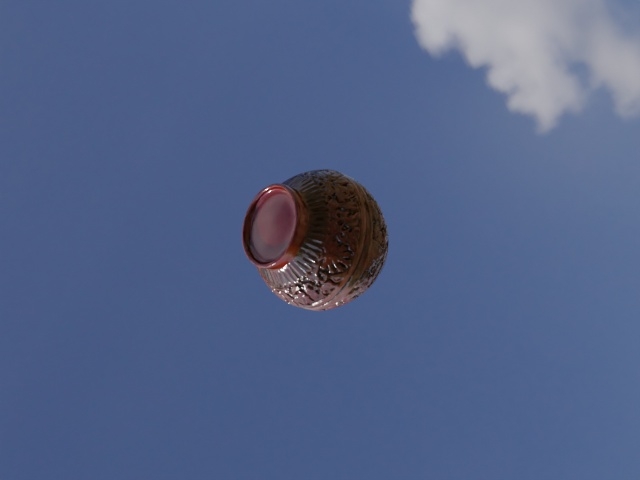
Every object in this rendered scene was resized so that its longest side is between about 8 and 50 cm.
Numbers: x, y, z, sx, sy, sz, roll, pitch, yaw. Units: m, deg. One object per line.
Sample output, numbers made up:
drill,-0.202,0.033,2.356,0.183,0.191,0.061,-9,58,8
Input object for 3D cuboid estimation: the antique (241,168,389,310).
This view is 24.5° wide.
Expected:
antique,0.000,0.000,1.024,0.104,0.104,0.104,31,-134,-40
